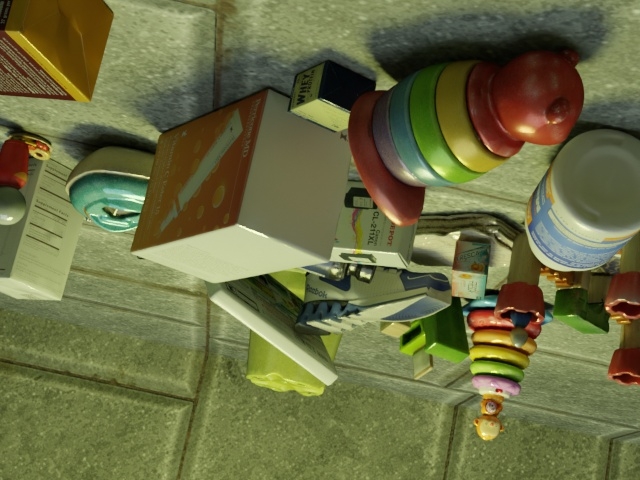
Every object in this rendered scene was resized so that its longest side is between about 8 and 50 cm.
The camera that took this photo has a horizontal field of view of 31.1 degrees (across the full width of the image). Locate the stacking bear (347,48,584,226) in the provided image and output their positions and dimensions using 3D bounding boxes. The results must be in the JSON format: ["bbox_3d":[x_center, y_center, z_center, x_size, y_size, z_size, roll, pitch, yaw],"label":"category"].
[{"bbox_3d":[0.191,-0.149,1.419,0.289,0.175,0.164,-16,132,40],"label":"stacking bear"}]

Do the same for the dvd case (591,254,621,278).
[{"bbox_3d":[0.570,0.058,2.092,0.165,0.018,0.221,13,163,-3],"label":"dvd case"}]

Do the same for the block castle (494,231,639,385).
[{"bbox_3d":[0.543,0.141,1.981,0.303,0.212,0.453,-8,153,44],"label":"block castle"}]

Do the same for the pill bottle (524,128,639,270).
[{"bbox_3d":[0.376,-0.043,1.641,0.152,0.152,0.272,11,164,1],"label":"pill bottle"}]

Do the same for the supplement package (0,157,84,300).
[{"bbox_3d":[-0.553,-0.022,2.198,0.139,0.244,0.134,0,160,37],"label":"supplement package"}]

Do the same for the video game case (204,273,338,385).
[{"bbox_3d":[-0.119,0.121,2.310,0.329,0.036,0.300,39,-169,-29],"label":"video game case"}]

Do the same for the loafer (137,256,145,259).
[{"bbox_3d":[-0.287,0.025,2.470,0.223,0.078,0.076,8,164,12],"label":"loafer"}]

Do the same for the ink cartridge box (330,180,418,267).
[{"bbox_3d":[0.069,-0.031,1.944,0.175,0.127,0.072,5,160,20],"label":"ink cartridge box"}]

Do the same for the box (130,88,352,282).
[{"bbox_3d":[-0.126,-0.072,1.780,0.168,0.215,0.345,22,161,-31],"label":"box"}]

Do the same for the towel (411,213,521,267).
[{"bbox_3d":[0.240,0.006,2.094,0.282,0.049,0.187,-2,158,41],"label":"towel"}]

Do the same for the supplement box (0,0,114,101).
[{"bbox_3d":[-0.396,-0.275,1.431,0.194,0.129,0.191,6,163,17],"label":"supplement box"}]

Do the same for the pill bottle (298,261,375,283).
[{"bbox_3d":[0.000,0.000,2.062,0.219,0.122,0.123,18,164,5],"label":"pill bottle"}]

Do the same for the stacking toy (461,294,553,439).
[{"bbox_3d":[0.377,0.276,2.458,0.175,0.301,0.166,15,164,-10],"label":"stacking toy"}]

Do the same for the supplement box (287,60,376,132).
[{"bbox_3d":[0.015,-0.193,1.555,0.083,0.056,0.083,21,161,-30],"label":"supplement box"}]

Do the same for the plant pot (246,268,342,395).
[{"bbox_3d":[-0.058,0.214,2.641,0.276,0.254,0.276,10,164,3],"label":"plant pot"}]

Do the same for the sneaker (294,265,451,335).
[{"bbox_3d":[0.084,0.067,2.211,0.315,0.182,0.127,-13,158,30],"label":"sneaker"}]

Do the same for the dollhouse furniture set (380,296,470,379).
[{"bbox_3d":[0.138,0.185,2.480,0.301,0.151,0.197,22,137,-28],"label":"dollhouse furniture set"}]

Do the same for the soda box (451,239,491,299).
[{"bbox_3d":[0.267,0.054,2.048,0.063,0.058,0.183,8,165,8],"label":"soda box"}]

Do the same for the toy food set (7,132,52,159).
[{"bbox_3d":[-0.524,-0.171,2.073,0.083,0.020,0.083,16,164,-13],"label":"toy food set"}]

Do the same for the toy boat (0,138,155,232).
[{"bbox_3d":[-0.421,-0.081,2.040,0.318,0.148,0.267,9,165,-14],"label":"toy boat"}]

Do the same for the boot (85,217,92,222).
[{"bbox_3d":[-0.357,-0.054,2.235,0.190,0.086,0.069,13,164,-6],"label":"boot"}]
